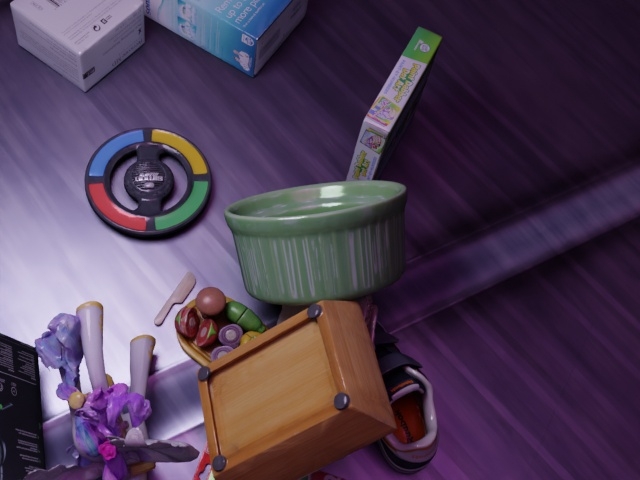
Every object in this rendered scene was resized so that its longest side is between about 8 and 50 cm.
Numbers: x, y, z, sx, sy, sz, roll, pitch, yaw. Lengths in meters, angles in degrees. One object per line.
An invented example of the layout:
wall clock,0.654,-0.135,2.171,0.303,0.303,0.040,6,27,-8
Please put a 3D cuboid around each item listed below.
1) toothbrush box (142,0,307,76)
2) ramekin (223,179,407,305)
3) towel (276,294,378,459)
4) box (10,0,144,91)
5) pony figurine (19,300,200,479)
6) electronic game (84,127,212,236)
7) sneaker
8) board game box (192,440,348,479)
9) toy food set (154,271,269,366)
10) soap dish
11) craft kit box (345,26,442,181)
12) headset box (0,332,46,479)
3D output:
toothbrush box,-0.199,-0.507,1.726,0.295,0.126,0.216,31,62,8
ramekin,0.000,0.000,1.401,0.303,0.303,0.148,-10,103,-15
towel,-0.010,0.209,1.369,0.187,0.049,0.282,-3,61,37
box,-0.467,-0.422,1.638,0.182,0.119,0.181,36,63,9
pony figurine,-0.301,0.281,1.190,0.303,0.351,0.363,-21,64,6
electronic game,-0.314,-0.109,1.542,0.229,0.048,0.229,4,62,-8
sneaker,0.102,0.222,1.400,0.126,0.127,0.321,-25,68,-19
board game box,-0.075,0.404,1.326,0.259,0.039,0.124,17,60,2
toy food set,-0.175,0.142,1.422,0.218,0.071,0.128,35,63,9
soap dish,-0.049,0.237,1.263,0.291,0.118,0.229,-30,48,16
craft kit box,0.131,-0.226,1.568,0.061,0.246,0.250,28,61,4
headset box,-0.513,0.269,1.186,0.131,0.246,0.283,-19,65,11
